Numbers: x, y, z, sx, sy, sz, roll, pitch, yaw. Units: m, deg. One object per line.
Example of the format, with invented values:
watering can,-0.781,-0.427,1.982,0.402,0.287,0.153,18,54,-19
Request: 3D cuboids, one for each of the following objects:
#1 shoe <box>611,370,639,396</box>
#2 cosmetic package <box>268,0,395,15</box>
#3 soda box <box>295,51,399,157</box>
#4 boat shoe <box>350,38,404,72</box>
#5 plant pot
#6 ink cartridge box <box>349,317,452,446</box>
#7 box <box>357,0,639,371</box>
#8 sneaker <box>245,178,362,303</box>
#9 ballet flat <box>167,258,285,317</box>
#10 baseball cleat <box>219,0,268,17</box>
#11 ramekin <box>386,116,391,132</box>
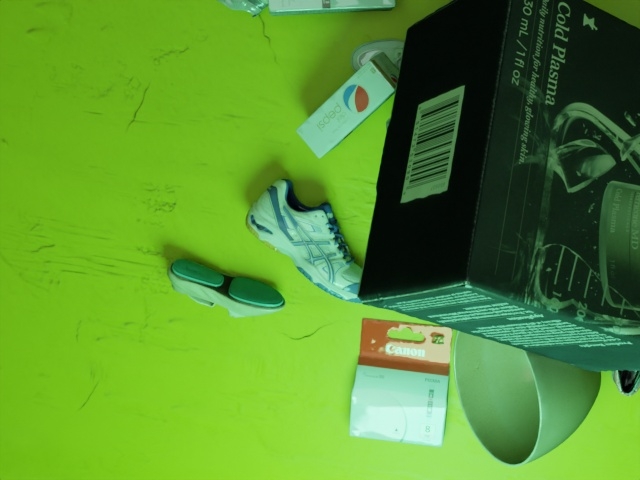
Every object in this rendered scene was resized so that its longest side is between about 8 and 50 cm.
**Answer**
shoe,0.586,0.200,1.797,0.063,0.081,0.178,11,102,8
cosmetic package,0.018,-0.473,1.753,0.231,0.085,0.117,-4,98,0
soda box,0.056,-0.248,1.782,0.074,0.069,0.216,50,124,-1
boat shoe,0.164,-0.326,1.779,0.226,0.076,0.083,7,101,9
plant pot,0.397,0.252,1.770,0.190,0.284,0.284,-9,100,-22
ink cartridge box,0.159,0.282,1.905,0.189,0.066,0.232,5,105,9
box,0.362,-0.082,1.501,0.471,0.297,0.480,18,74,-26
sneaker,0.000,0.000,1.852,0.296,0.112,0.131,36,104,1
ballet flat,-0.190,0.107,1.931,0.248,0.086,0.086,21,103,7
baseball cleat,-0.177,-0.510,1.809,0.109,0.072,0.206,-41,90,14
ramekin,0.225,-0.173,1.736,0.207,0.207,0.109,-5,109,11
